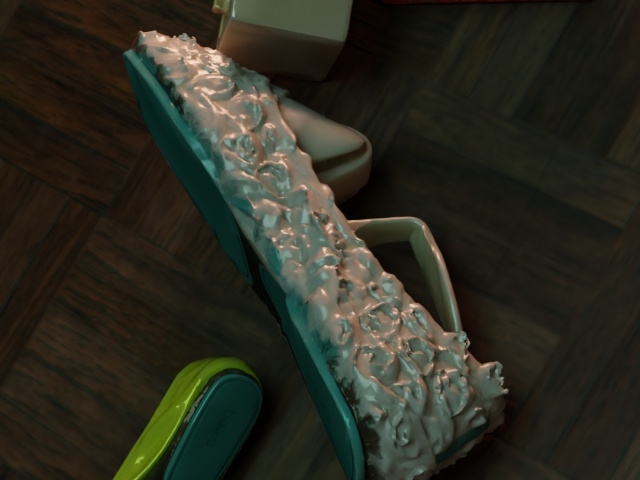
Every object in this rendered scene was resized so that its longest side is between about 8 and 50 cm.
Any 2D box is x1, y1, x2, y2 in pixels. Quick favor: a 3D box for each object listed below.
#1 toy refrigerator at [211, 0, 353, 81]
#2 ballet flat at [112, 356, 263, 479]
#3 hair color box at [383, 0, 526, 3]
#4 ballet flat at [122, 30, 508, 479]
[{"bbox_3d":[-0.014,-0.264,1.454,0.094,0.102,0.269,10,77,-8],"label":"toy refrigerator"},{"bbox_3d":[-0.119,0.180,1.386,0.231,0.077,0.077,-59,33,-6],"label":"ballet flat"},{"bbox_3d":[0.117,-0.222,1.420,0.167,0.053,0.093,3,71,30],"label":"hair color box"},{"bbox_3d":[0.000,0.000,1.370,0.147,0.147,0.409,-38,59,12],"label":"ballet flat"}]
